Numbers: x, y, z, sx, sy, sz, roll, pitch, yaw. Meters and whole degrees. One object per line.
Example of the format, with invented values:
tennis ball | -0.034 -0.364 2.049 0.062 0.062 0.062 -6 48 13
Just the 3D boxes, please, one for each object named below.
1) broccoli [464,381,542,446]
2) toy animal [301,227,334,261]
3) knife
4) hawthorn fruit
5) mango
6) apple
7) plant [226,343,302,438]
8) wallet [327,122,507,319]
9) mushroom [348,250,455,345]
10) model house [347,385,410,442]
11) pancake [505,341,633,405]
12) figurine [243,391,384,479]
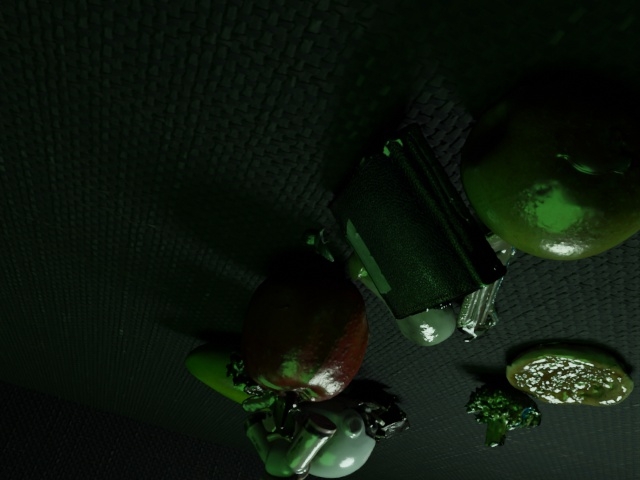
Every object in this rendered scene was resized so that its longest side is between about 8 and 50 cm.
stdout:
broccoli | 0.444 0.427 1.372 0.167 0.160 0.154 20 167 -35
toy animal | 0.000 0.000 0.989 0.084 0.050 0.028 32 -171 36
knife | 0.294 0.080 0.998 0.089 0.043 0.365 -21 145 -8
hawthorn fruit | -0.034 0.207 1.075 0.254 0.300 0.254 10 151 6
mango | -0.203 0.364 1.532 0.343 0.156 0.192 16 138 3
apple | 0.271 -0.074 0.649 0.188 0.173 0.207 19 132 -13
plant | -0.112 0.303 1.315 0.178 0.234 0.204 -19 118 45
wallet | 0.118 -0.010 0.776 0.221 0.071 0.262 58 153 5
mushroom | 0.160 0.103 1.032 0.118 0.103 0.270 2 144 48
model house | 0.164 0.517 1.649 0.164 0.141 0.203 6 147 32
pancake | 0.544 0.305 1.250 0.282 0.049 0.282 11 145 7
figurine | -0.016 0.510 1.446 0.253 0.211 0.361 6 178 35
